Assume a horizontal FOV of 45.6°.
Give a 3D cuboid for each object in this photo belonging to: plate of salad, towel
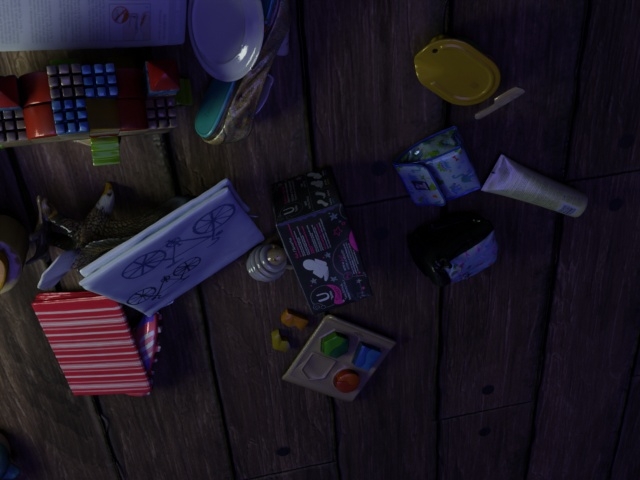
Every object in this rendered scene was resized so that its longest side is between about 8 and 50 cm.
[{"bbox_3d":[-0.158,-0.374,1.303,0.048,0.200,0.200,-18,134,-44],"label":"plate of salad"},{"bbox_3d":[-0.490,0.224,1.651,0.199,0.031,0.275,-5,121,12],"label":"towel"}]

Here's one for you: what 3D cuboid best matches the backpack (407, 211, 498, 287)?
[{"bbox_3d":[0.305,0.019,1.697,0.182,0.152,0.115,-28,131,-9],"label":"backpack"}]

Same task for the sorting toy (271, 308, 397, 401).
[{"bbox_3d":[0.010,0.281,1.848,0.307,0.041,0.229,24,114,-26],"label":"sorting toy"}]

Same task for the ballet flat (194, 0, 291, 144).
[{"bbox_3d":[-0.120,-0.328,1.382,0.123,0.123,0.348,16,117,-23],"label":"ballet flat"}]

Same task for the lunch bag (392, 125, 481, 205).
[{"bbox_3d":[0.243,-0.146,1.595,0.151,0.096,0.129,-21,129,18],"label":"lunch bag"}]

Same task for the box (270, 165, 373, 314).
[{"bbox_3d":[0.000,0.000,1.586,0.142,0.163,0.247,-18,125,3],"label":"box"}]

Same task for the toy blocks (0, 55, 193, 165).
[{"bbox_3d":[-0.383,-0.221,1.240,0.381,0.261,0.191,-8,95,-16],"label":"toy blocks"}]

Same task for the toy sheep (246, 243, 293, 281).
[{"bbox_3d":[-0.114,0.049,1.640,0.091,0.091,0.132,24,142,-26],"label":"toy sheep"}]

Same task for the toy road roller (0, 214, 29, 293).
[{"bbox_3d":[-0.686,-0.057,1.366,0.329,0.202,0.241,15,108,-20],"label":"toy road roller"}]

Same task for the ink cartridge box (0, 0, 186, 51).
[{"bbox_3d":[-0.412,-0.473,1.244,0.385,0.091,0.308,-10,126,-28],"label":"ink cartridge box"}]

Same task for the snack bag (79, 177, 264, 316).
[{"bbox_3d":[-0.268,0.025,1.492,0.323,0.037,0.342,-34,162,-1],"label":"snack bag"}]

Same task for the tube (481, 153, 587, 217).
[{"bbox_3d":[0.480,-0.116,1.694,0.240,0.062,0.070,16,74,-17],"label":"tube"}]

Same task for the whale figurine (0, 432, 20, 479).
[{"bbox_3d":[-0.816,0.559,1.773,0.216,0.141,0.272,3,123,-16],"label":"whale figurine"}]

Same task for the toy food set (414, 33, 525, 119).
[{"bbox_3d":[0.282,-0.337,1.496,0.218,0.071,0.128,29,136,-26],"label":"toy food set"}]

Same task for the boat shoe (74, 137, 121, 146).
[{"bbox_3d":[-0.464,-0.211,1.401,0.190,0.068,0.072,28,126,-16],"label":"boat shoe"}]

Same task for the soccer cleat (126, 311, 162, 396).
[{"bbox_3d":[-0.412,0.253,1.708,0.095,0.083,0.248,8,123,-13],"label":"soccer cleat"}]

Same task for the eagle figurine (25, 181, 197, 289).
[{"bbox_3d":[-0.399,-0.008,1.474,0.298,0.226,0.225,12,99,-15],"label":"eagle figurine"}]
